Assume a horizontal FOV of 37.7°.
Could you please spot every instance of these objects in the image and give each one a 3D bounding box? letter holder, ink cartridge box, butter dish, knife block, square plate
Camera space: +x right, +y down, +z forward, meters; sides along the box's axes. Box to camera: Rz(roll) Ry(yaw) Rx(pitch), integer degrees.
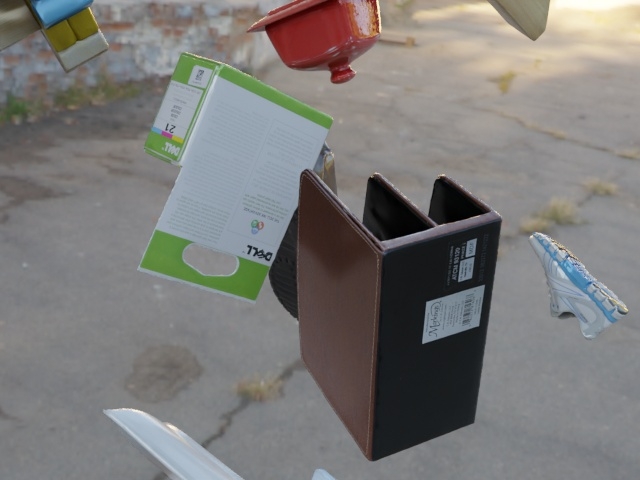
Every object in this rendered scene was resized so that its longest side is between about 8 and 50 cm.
[{"bbox_3d":[0.078,0.067,1.119,0.152,0.301,0.214,-15,36,-23],"label":"letter holder"},{"bbox_3d":[-0.122,-0.072,1.143,0.189,0.255,0.097,20,4,-42],"label":"ink cartridge box"},{"bbox_3d":[0.013,-0.263,1.232,0.160,0.118,0.160,-15,9,30],"label":"butter dish"},{"bbox_3d":[0.243,-0.442,1.454,0.242,0.275,0.088,-11,36,-16],"label":"knife block"},{"bbox_3d":[-0.101,0.353,1.217,0.347,0.344,0.049,33,71,20],"label":"square plate"}]

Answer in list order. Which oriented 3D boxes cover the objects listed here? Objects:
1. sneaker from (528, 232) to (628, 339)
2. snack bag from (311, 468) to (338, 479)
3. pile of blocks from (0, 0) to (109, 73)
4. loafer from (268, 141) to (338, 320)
[{"bbox_3d":[0.346,0.065,1.342,0.071,0.083,0.190,20,27,-42],"label":"sneaker"},{"bbox_3d":[0.140,0.374,0.867,0.037,0.342,0.323,-39,33,-19],"label":"snack bag"},{"bbox_3d":[-0.256,-0.228,0.658,0.113,0.362,0.149,-32,54,-10],"label":"pile of blocks"},{"bbox_3d":[0.000,0.000,1.400,0.130,0.365,0.134,-37,49,-28],"label":"loafer"}]
